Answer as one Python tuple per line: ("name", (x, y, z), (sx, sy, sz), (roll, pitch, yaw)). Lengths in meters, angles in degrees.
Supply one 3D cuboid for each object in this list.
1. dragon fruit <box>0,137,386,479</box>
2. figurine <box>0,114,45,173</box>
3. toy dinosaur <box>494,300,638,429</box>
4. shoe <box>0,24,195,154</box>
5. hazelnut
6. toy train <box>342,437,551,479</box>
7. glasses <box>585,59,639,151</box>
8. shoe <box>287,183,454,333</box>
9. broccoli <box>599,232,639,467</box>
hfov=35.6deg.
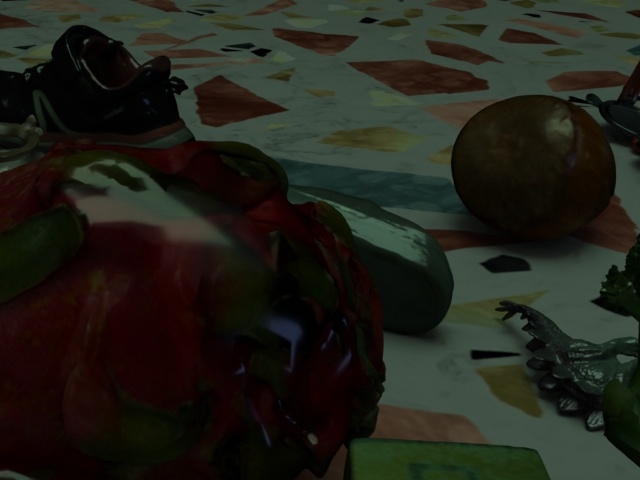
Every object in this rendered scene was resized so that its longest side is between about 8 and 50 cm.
("dragon fruit", (-0.115, 0.060, 0.551), (0.302, 0.237, 0.231), (-9, 5, -2))
("figurine", (-0.244, -0.016, 0.768), (0.132, 0.154, 0.132), (2, 26, -1))
("toy dinosaur", (0.190, 0.088, 0.734), (0.082, 0.039, 0.209), (-12, 29, -26))
("shoe", (-0.276, -0.169, 1.109), (0.290, 0.137, 0.114), (11, 26, 18))
("hazelnut", (0.209, -0.071, 0.966), (0.150, 0.150, 0.150), (3, 25, -1))
("toy train", (0.168, 0.191, 0.393), (0.396, 0.160, 0.253), (4, 16, -1))
("glasses", (0.443, -0.222, 1.169), (0.118, 0.268, 0.234), (17, 20, -14))
("shoe", (0.000, 0.000, 0.832), (0.251, 0.103, 0.100), (19, 30, 20))
("broccoli", (0.199, 0.049, 0.413), (0.156, 0.195, 0.195), (-48, 42, -7))
